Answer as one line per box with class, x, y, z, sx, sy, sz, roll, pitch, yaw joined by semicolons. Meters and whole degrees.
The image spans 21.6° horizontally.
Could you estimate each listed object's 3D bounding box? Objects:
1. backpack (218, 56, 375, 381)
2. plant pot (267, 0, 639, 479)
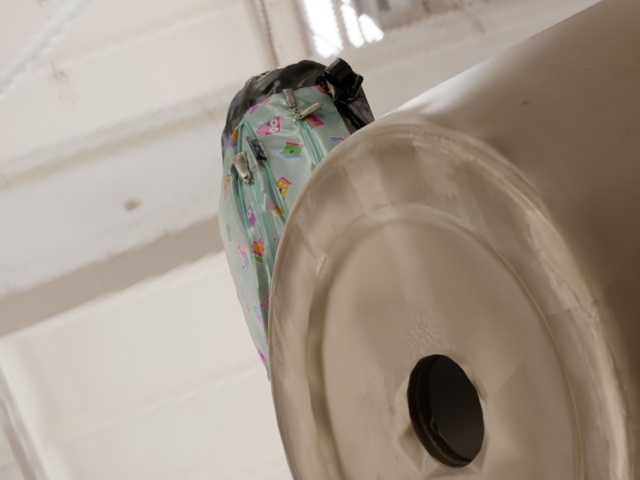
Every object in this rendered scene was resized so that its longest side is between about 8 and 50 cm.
backpack;0.000;0.000;0.995;0.115;0.182;0.152;-19;-44;0
plant pot;0.147;0.030;0.604;0.280;0.323;0.323;-11;-60;-35
